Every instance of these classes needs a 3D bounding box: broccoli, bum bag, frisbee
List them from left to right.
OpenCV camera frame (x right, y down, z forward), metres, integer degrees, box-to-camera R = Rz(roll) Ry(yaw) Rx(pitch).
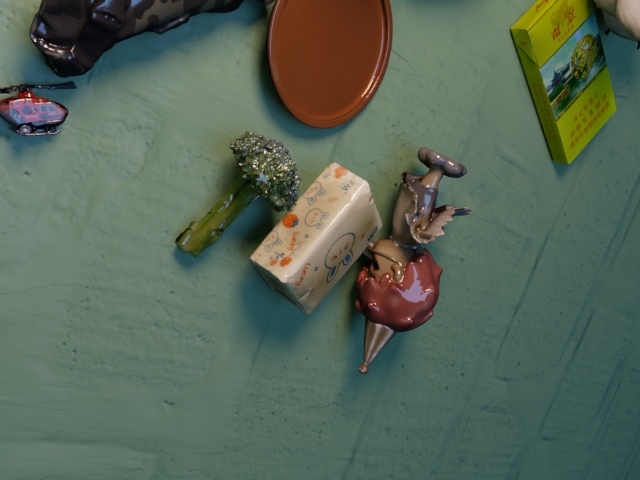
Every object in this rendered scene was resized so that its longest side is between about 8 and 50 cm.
[{"bbox_3d":[-0.176,-0.300,0.757,0.340,0.095,0.144,-30,153,-26],"label":"bum bag"},{"bbox_3d":[-0.116,-0.054,0.907,0.118,0.122,0.204,45,95,3],"label":"broccoli"},{"bbox_3d":[0.018,-0.288,0.948,0.250,0.021,0.251,-21,122,-37],"label":"frisbee"}]

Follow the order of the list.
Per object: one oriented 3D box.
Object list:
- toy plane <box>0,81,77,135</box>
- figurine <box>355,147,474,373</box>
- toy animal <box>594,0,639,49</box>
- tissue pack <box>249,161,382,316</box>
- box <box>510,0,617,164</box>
[{"bbox_3d":[-0.343,-0.148,0.731,0.145,0.037,0.060,-9,108,-36],"label":"toy plane"},{"bbox_3d":[0.136,0.038,1.110,0.207,0.166,0.387,-45,157,-79],"label":"figurine"},{"bbox_3d":[0.580,-0.454,1.198,0.325,0.154,0.209,-39,117,-50],"label":"toy animal"},{"bbox_3d":[0.000,0.000,0.992,0.196,0.092,0.148,-51,153,-12],"label":"tissue pack"},{"bbox_3d":[0.492,-0.335,1.299,0.187,0.047,0.335,-45,128,-14],"label":"box"}]
